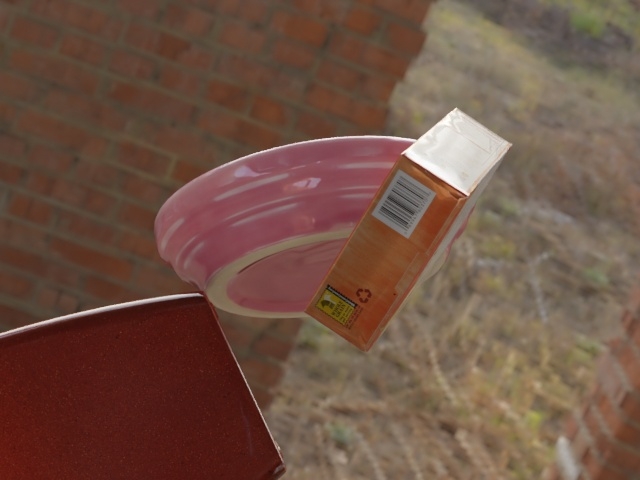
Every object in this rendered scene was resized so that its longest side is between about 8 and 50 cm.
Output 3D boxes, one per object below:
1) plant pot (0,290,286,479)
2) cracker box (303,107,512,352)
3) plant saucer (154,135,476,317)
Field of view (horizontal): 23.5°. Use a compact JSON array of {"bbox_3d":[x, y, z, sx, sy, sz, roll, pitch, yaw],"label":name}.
[{"bbox_3d":[-0.174,0.180,1.438,0.267,0.235,0.267,125,-59,-84],"label":"plant pot"},{"bbox_3d":[0.078,-0.015,1.288,0.067,0.156,0.232,34,19,6],"label":"cracker box"},{"bbox_3d":[0.000,0.000,1.561,0.332,0.332,0.084,8,62,-39],"label":"plant saucer"}]
